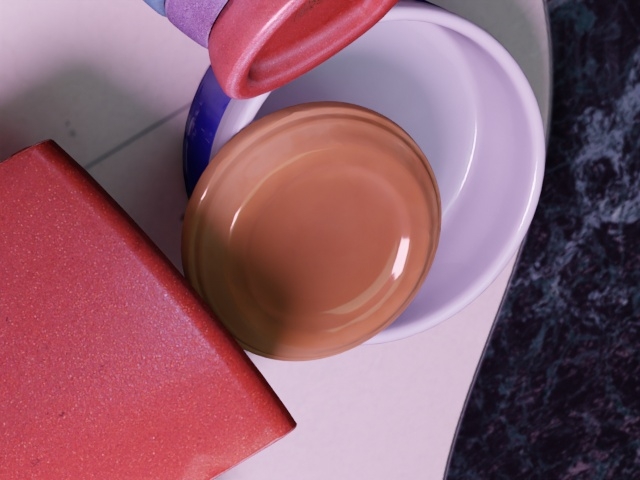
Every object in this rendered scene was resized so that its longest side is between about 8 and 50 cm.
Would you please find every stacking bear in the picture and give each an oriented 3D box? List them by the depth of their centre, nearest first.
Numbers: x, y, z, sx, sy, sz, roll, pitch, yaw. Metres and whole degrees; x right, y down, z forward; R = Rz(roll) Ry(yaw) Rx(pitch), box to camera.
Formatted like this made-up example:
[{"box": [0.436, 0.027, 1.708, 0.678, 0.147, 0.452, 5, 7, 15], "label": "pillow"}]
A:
[{"box": [-0.086, -0.245, 0.931, 0.164, 0.175, 0.289, -38, 82, -18], "label": "stacking bear"}]

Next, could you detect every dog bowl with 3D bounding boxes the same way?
[{"box": [0.032, -0.060, 1.137, 0.265, 0.104, 0.265, -9, 114, -20], "label": "dog bowl"}]

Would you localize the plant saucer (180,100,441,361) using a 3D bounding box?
[{"box": [0.000, 0.000, 1.066, 0.200, 0.037, 0.200, -8, 114, -19], "label": "plant saucer"}]

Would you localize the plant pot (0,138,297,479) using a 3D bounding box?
[{"box": [-0.204, 0.081, 1.003, 0.267, 0.267, 0.235, -30, 94, -9], "label": "plant pot"}]
